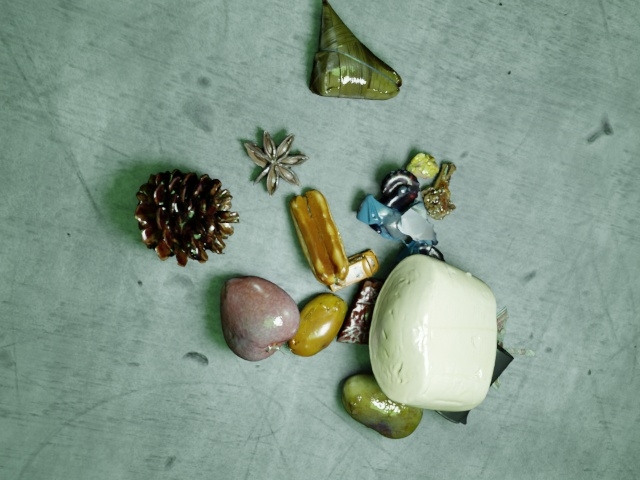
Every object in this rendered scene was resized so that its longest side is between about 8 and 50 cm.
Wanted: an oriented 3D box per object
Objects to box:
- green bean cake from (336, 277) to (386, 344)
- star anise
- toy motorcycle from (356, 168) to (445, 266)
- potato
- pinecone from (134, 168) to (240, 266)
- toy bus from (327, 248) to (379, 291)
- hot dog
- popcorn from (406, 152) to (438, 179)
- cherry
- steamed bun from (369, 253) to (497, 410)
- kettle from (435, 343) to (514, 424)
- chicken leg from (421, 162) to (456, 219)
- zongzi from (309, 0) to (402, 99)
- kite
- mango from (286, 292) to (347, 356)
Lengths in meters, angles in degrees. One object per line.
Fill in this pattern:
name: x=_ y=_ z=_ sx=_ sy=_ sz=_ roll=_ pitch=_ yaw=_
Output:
green bean cake: x=0.162 y=0.245 z=1.767 sx=0.199 sy=0.097 sz=0.232 roll=8 pitch=97 yaw=-12
star anise: x=-0.132 y=-0.254 z=1.649 sx=0.197 sy=0.073 sz=0.212 roll=-12 pitch=104 yaw=-5
toy motorcycle: x=0.264 y=-0.027 z=1.724 sx=0.232 sy=0.172 sz=0.416 roll=-23 pitch=111 yaw=0
potato: x=0.216 y=0.571 z=1.785 sx=0.308 sy=0.173 sz=0.210 roll=25 pitch=130 yaw=-10
pinecone: x=-0.391 y=-0.069 z=1.543 sx=0.296 sy=0.242 sz=0.298 roll=-4 pitch=93 yaw=-8
toy bus: x=0.110 y=0.104 z=1.740 sx=0.195 sy=0.088 sz=0.083 roll=-24 pitch=101 yaw=-6
hot dog: x=0.000 y=0.000 z=1.670 sx=0.135 sy=0.100 sz=0.337 roll=-20 pitch=80 yaw=-6
popcorn: x=0.349 y=-0.248 z=1.728 sx=0.109 sy=0.097 sz=0.089 roll=13 pitch=99 yaw=-26
cherry: x=-0.203 y=0.243 z=1.633 sx=0.261 sy=0.221 sz=0.307 roll=-44 pitch=80 yaw=25
steamed bun: x=0.340 y=0.297 z=1.638 sx=0.371 sy=0.290 sz=0.455 roll=19 pitch=74 yaw=-33
kettle: x=0.481 y=0.455 z=1.807 sx=0.262 sy=0.203 sz=0.308 roll=33 pitch=96 yaw=-15
chicken leg: x=0.410 y=-0.169 z=1.766 sx=0.125 sy=0.080 sz=0.196 roll=-2 pitch=92 yaw=-20
zongzi: x=0.116 y=-0.599 z=1.612 sx=0.286 sy=0.138 sz=0.299 roll=-1 pitch=97 yaw=-13
kite: x=0.669 y=0.411 z=1.932 sx=0.314 sy=0.011 sz=0.335 roll=3 pitch=99 yaw=-11
mango: x=-0.008 y=0.288 z=1.731 sx=0.248 sy=0.151 sz=0.156 roll=-48 pitch=140 yaw=-9
